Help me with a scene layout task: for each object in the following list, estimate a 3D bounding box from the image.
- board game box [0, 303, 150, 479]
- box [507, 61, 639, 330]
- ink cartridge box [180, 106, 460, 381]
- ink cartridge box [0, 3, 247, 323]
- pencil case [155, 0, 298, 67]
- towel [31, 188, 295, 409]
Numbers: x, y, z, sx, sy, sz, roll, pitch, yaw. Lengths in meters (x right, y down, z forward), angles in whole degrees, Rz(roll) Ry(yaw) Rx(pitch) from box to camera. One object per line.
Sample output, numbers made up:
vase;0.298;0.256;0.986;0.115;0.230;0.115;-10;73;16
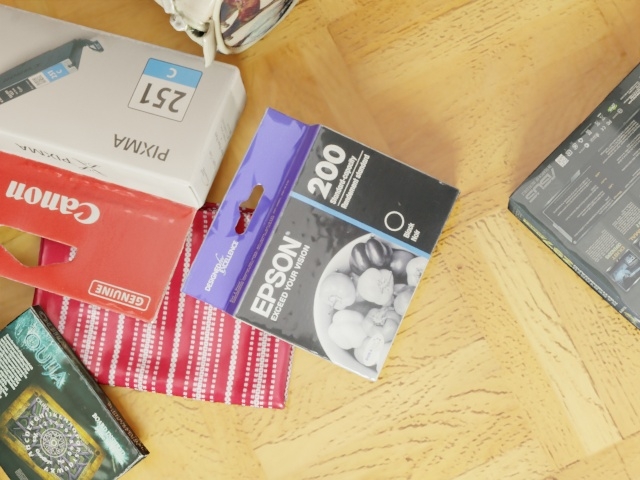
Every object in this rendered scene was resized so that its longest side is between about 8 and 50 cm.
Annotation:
board game box;-0.271;0.173;1.188;0.126;0.026;0.186;-38;86;7
box;0.320;-0.055;1.137;0.183;0.059;0.232;43;88;13
ink cartridge box;0.000;0.000;1.162;0.208;0.045;0.206;24;84;-1
ink cartridge box;-0.255;-0.085;1.200;0.296;0.066;0.261;16;71;12
pencil case;-0.208;-0.348;1.208;0.410;0.160;0.183;34;54;11
towel;-0.155;0.053;1.207;0.275;0.031;0.198;7;83;9
